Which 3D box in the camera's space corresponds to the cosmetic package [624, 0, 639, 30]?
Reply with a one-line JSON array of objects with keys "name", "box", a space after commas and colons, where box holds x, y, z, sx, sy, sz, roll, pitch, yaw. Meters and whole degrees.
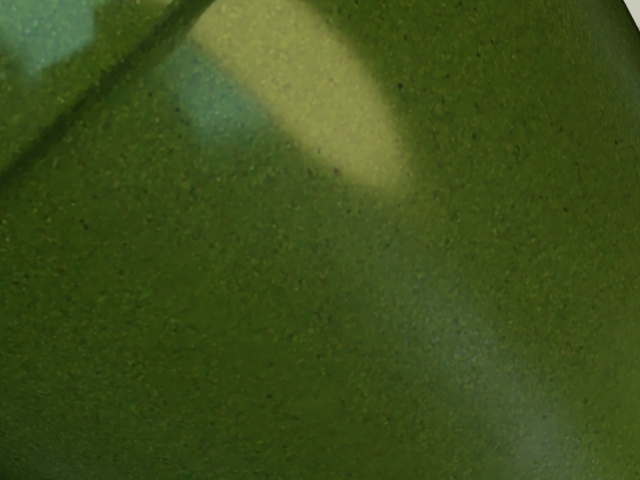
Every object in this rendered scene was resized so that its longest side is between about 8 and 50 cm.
[{"name": "cosmetic package", "box": [0.287, -0.165, 0.644, 0.366, 0.155, 0.196, 8, 95, -11]}]

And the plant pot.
[{"name": "plant pot", "box": [0.000, 0.000, 0.512, 0.366, 0.366, 0.353, -45, 102, -1]}]
